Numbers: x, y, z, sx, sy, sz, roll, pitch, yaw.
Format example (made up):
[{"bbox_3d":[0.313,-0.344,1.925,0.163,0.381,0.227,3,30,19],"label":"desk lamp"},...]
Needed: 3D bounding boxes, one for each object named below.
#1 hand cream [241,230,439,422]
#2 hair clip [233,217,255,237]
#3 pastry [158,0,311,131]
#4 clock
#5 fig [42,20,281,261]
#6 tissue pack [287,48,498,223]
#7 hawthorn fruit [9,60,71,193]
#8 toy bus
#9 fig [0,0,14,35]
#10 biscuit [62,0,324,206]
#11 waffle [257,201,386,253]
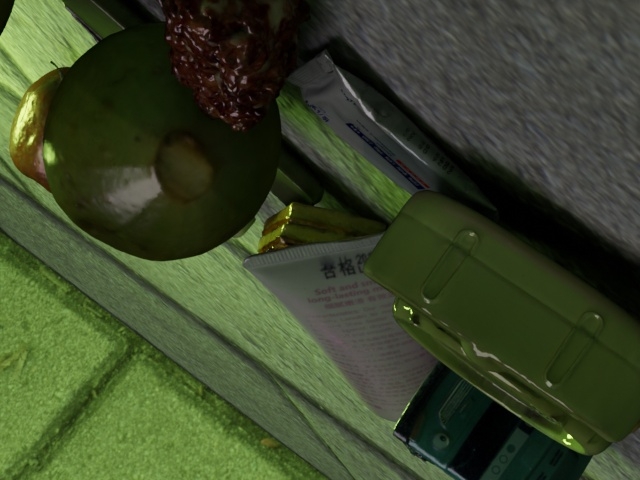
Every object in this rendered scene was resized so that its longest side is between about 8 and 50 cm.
[{"bbox_3d":[0.056,0.066,1.664,0.359,0.185,0.118,64,-161,-63],"label":"hand cream"},{"bbox_3d":[-0.131,-0.076,1.829,0.159,0.071,0.218,42,175,-17],"label":"hair clip"},{"bbox_3d":[-0.063,-0.154,1.325,0.115,0.097,0.208,34,169,6],"label":"pastry"},{"bbox_3d":[0.161,0.079,1.407,0.235,0.096,0.308,33,175,16],"label":"clock"},{"bbox_3d":[-0.139,-0.080,1.509,0.207,0.207,0.230,41,-157,4],"label":"fig"},{"bbox_3d":[0.059,-0.074,1.396,0.193,0.026,0.122,42,168,-9],"label":"tissue pack"},{"bbox_3d":[-0.275,-0.133,2.057,0.149,0.149,0.189,42,133,-2],"label":"hawthorn fruit"},{"bbox_3d":[0.168,0.181,1.656,0.147,0.128,0.256,34,177,20],"label":"toy bus"},{"bbox_3d":[-0.454,-0.241,1.684,0.343,0.343,0.343,39,168,10],"label":"fig"},{"bbox_3d":[-0.123,-0.143,1.709,0.322,0.038,0.099,43,165,-5],"label":"biscuit"},{"bbox_3d":[0.000,-0.001,1.724,0.102,0.042,0.148,11,172,-9],"label":"waffle"}]
